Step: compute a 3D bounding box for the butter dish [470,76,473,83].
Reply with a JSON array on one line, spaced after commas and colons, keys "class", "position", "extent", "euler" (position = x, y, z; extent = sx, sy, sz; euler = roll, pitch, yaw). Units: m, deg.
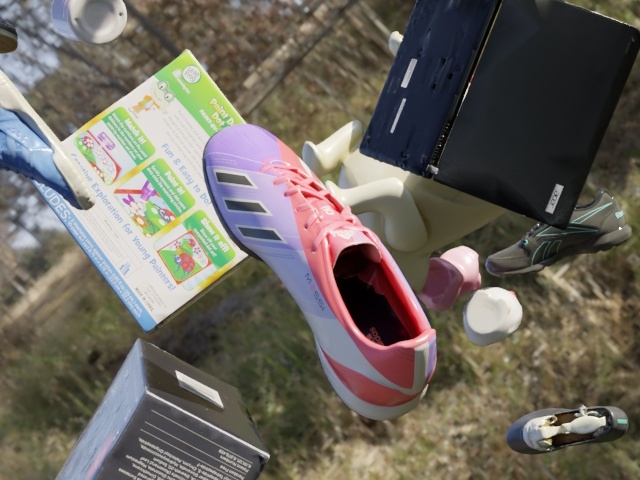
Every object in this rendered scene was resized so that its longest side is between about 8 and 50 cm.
[{"class": "butter dish", "position": [0.340, -0.235, 2.087], "extent": [0.160, 0.118, 0.160], "euler": [-98, 11, -56]}]

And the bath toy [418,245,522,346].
[{"class": "bath toy", "position": [0.216, 0.060, 1.865], "extent": [0.151, 0.348, 0.129], "euler": [-53, -28, 1]}]

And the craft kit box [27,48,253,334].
[{"class": "craft kit box", "position": [-0.181, -0.058, 1.260], "extent": [0.247, 0.250, 0.061], "euler": [-37, -5, -5]}]

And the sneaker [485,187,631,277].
[{"class": "sneaker", "position": [0.423, -0.011, 1.918], "extent": [0.267, 0.106, 0.101], "euler": [-20, 9, 12]}]

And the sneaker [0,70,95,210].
[{"class": "sneaker", "position": [-0.277, -0.072, 0.947], "extent": [0.085, 0.152, 0.058], "euler": [-38, 16, -3]}]

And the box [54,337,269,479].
[{"class": "box", "position": [-0.241, 0.332, 1.401], "extent": [0.312, 0.179, 0.343], "euler": [-61, 13, -1]}]

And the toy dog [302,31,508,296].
[{"class": "toy dog", "position": [0.139, -0.068, 1.698], "extent": [0.408, 0.395, 0.284], "euler": [-51, 46, 15]}]

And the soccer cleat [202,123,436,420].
[{"class": "soccer cleat", "position": [0.000, 0.000, 0.907], "extent": [0.109, 0.318, 0.116], "euler": [-21, -27, -24]}]

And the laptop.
[{"class": "laptop", "position": [0.196, -0.167, 1.214], "extent": [0.264, 0.137, 0.234], "euler": [29, 98, 60]}]

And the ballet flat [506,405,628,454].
[{"class": "ballet flat", "position": [0.382, 0.297, 1.666], "extent": [0.203, 0.074, 0.074], "euler": [-14, 20, 27]}]

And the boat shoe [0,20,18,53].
[{"class": "boat shoe", "position": [-0.688, -0.422, 1.915], "extent": [0.103, 0.285, 0.092], "euler": [143, 137, -60]}]

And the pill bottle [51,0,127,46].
[{"class": "pill bottle", "position": [-0.434, -0.417, 1.939], "extent": [0.108, 0.108, 0.193], "euler": [-47, 29, -9]}]
